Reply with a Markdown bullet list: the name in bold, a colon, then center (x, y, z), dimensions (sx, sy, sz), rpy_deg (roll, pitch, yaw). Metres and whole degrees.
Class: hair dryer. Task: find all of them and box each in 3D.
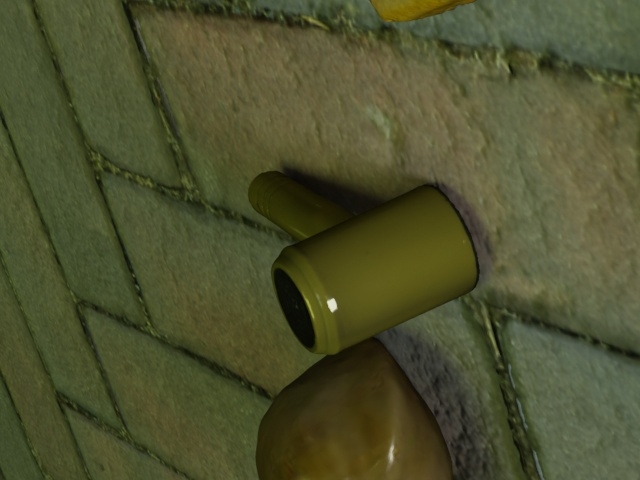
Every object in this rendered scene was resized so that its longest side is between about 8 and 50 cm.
- **hair dryer**: center (0.000, 0.000, 1.373), dimensions (0.278, 0.135, 0.090), rpy_deg (32, 144, 61)

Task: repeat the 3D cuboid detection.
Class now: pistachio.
- **pistachio**: center (0.021, 0.180, 1.496), dimensions (0.260, 0.162, 0.213), rpy_deg (-137, 64, -70)

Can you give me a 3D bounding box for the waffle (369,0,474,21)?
- **waffle**: center (0.052, -0.262, 1.066), dimensions (0.248, 0.055, 0.221), rpy_deg (63, 155, -7)
